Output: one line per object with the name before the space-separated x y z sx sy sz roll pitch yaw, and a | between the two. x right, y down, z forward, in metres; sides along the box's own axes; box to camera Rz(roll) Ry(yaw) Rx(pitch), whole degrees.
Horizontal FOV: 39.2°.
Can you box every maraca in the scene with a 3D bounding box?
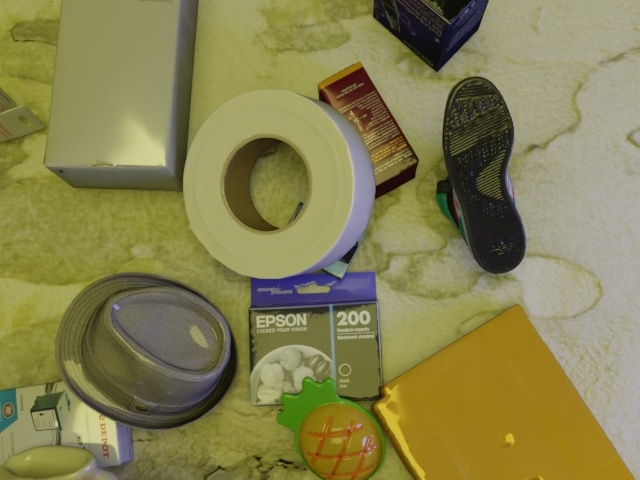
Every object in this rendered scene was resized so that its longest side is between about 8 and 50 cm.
maraca | 0.017 0.285 1.336 0.127 0.099 0.186 -38 99 5

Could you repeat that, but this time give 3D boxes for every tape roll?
tape roll | -0.065 -0.083 1.364 0.286 0.100 0.286 1 93 21

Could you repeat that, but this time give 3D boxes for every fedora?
fedora | -0.242 0.146 1.321 0.275 0.124 0.244 28 58 -9

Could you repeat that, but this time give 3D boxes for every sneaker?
sneaker | 0.238 -0.114 1.371 0.123 0.178 0.296 -12 109 -1

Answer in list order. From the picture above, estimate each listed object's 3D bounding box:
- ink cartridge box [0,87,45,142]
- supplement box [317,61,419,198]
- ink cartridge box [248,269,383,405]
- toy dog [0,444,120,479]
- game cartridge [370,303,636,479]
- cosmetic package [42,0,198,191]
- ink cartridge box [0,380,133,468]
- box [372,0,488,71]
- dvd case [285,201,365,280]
ink cartridge box | -0.557 -0.197 1.440 0.198 0.115 0.067 -16 79 -2
supplement box | 0.074 -0.172 1.424 0.080 0.104 0.188 -29 80 -3
ink cartridge box | -0.008 0.149 1.399 0.206 0.045 0.208 -3 78 1
toy dog | -0.292 0.513 1.212 0.395 0.284 0.408 -9 110 15
game cartridge | 0.268 0.300 1.343 0.285 0.053 0.324 -29 78 -14
cosmetic package | -0.308 -0.271 1.427 0.196 0.155 0.366 3 80 3
ink cartridge box | -0.393 0.284 1.366 0.190 0.082 0.140 -9 80 1
box | 0.173 -0.381 1.407 0.153 0.207 0.108 43 84 9
dvd case | 0.000 0.000 1.434 0.119 0.013 0.087 27 73 8
